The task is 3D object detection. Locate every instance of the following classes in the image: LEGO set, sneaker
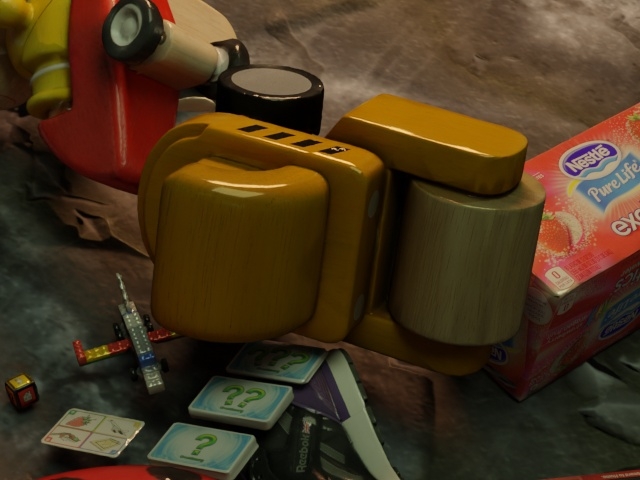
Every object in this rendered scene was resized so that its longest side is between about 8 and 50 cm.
[{"bbox_3d":[-0.141,0.110,1.501,0.244,0.060,0.182,7,35,27],"label":"LEGO set"},{"bbox_3d":[0.000,0.216,1.463,0.124,0.107,0.283,-13,42,-13],"label":"sneaker"}]

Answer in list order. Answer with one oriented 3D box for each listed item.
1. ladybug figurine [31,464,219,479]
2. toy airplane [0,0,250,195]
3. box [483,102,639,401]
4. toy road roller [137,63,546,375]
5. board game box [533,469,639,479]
[{"bbox_3d":[-0.190,0.293,1.280,0.449,0.162,0.305,-26,56,-33],"label":"ladybug figurine"},{"bbox_3d":[-0.248,-0.238,1.679,0.386,0.272,0.384,48,27,-13],"label":"toy airplane"},{"bbox_3d":[0.258,0.001,1.689,0.300,0.154,0.142,-27,57,-32],"label":"box"},{"bbox_3d":[0.000,0.000,1.490,0.329,0.202,0.240,16,25,19],"label":"toy road roller"},{"bbox_3d":[0.330,0.250,1.532,0.281,0.027,0.145,-4,39,-17],"label":"board game box"}]
